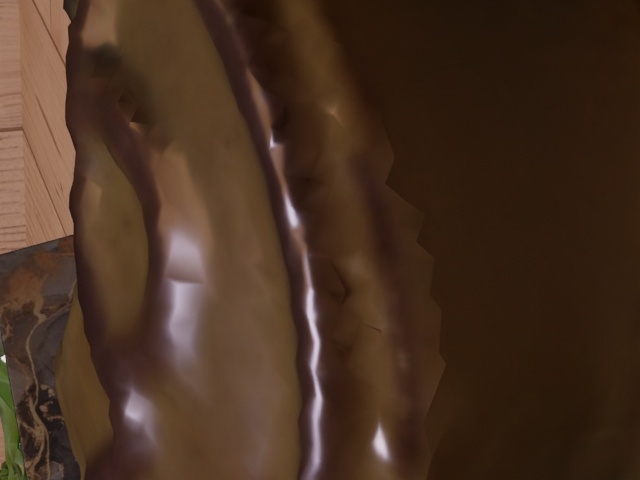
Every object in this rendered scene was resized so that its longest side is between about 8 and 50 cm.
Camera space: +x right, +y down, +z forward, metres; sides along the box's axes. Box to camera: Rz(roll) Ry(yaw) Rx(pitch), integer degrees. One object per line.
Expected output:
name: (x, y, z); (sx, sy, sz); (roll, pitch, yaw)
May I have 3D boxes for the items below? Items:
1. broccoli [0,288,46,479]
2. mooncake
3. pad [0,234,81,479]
broccoli: (-0.140, 0.155, 1.202); (0.308, 0.275, 0.308); (-41, 22, 20)
mooncake: (0.000, 0.000, 0.797); (0.393, 0.246, 0.394); (-15, 85, 66)
pad: (-0.067, 0.142, 1.053); (0.007, 0.247, 0.368); (66, -171, -66)
